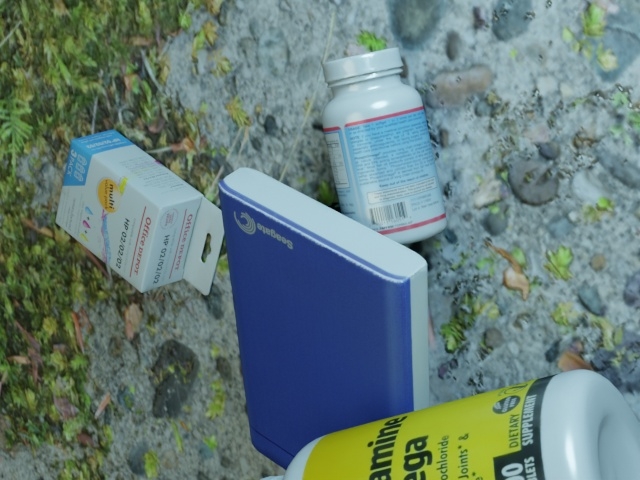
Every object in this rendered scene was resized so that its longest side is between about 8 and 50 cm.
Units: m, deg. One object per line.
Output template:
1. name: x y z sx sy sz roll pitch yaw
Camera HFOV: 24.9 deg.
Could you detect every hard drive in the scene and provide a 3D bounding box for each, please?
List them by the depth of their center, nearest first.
1. hard drive: 0.007 0.109 1.284 0.210 0.040 0.319 28 138 34

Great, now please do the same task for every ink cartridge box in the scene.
1. ink cartridge box: -0.184 -0.022 1.474 0.181 0.061 0.104 35 125 30

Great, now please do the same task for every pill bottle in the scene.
1. pill bottle: 0.087 0.229 1.148 0.333 0.188 0.188 -19 90 26
2. pill bottle: 0.050 -0.077 1.219 0.087 0.087 0.160 -6 99 44

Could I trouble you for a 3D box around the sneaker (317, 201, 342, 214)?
1. sneaker: 0.000 0.000 1.329 0.098 0.038 0.069 15 115 50
